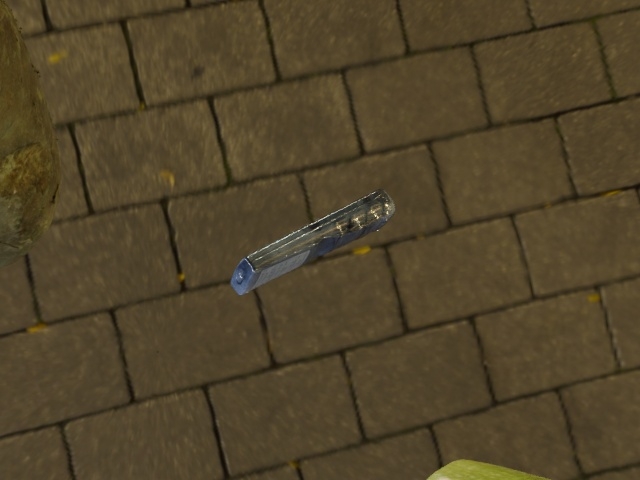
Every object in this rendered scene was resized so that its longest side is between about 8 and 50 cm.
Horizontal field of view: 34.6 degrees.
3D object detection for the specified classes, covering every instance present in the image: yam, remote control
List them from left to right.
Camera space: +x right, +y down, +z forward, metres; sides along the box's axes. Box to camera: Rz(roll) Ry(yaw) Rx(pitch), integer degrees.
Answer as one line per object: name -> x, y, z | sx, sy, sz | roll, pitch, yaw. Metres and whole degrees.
yam -> -0.261, -0.098, 0.696 | 0.154, 0.254, 0.154 | -2, 61, 4
remote control -> -0.001, -0.001, 0.796 | 0.152, 0.043, 0.027 | -26, 79, -32

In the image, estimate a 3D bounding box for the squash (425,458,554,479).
squash -> 0.120, 0.224, 0.664 | 0.170, 0.123, 0.170 | -17, 117, -38
